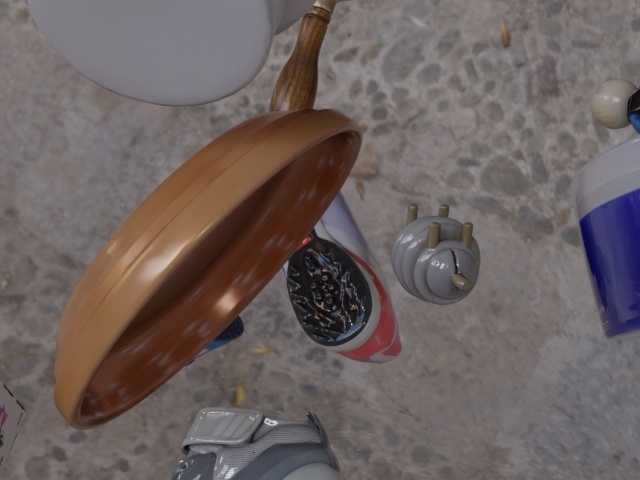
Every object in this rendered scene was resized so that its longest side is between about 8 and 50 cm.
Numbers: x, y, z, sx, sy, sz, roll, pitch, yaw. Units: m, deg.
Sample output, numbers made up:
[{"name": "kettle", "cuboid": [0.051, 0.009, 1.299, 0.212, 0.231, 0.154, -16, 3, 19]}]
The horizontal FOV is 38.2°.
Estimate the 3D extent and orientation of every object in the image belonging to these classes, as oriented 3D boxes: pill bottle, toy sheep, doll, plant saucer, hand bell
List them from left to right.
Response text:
[{"name": "plant saucer", "cuboid": [-0.058, 0.008, 0.456, 0.037, 0.200, 0.200, 43, 92, 9]}, {"name": "pill bottle", "cuboid": [-0.044, -0.159, 0.367, 0.117, 0.117, 0.215, -7, 52, 21]}, {"name": "hand bell", "cuboid": [-0.004, -0.195, 0.840, 0.126, 0.126, 0.242, 11, 82, 26]}, {"name": "toy sheep", "cuboid": [0.110, 0.017, 0.871, 0.091, 0.091, 0.132, -42, 21, 5]}, {"name": "doll", "cuboid": [0.266, -0.113, 0.625, 0.189, 0.046, 0.129, -18, 34, 53]}]

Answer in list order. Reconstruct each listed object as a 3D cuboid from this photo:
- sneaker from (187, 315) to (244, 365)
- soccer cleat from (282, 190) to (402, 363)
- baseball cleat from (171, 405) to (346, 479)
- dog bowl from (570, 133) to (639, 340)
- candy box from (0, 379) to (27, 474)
[{"name": "sneaker", "cuboid": [-0.161, 0.120, 1.110, 0.144, 0.059, 0.053, -15, 61, -28]}, {"name": "soccer cleat", "cuboid": [0.000, 0.000, 1.029, 0.108, 0.116, 0.318, -34, 52, 13]}, {"name": "baseball cleat", "cuboid": [-0.083, 0.167, 0.547, 0.205, 0.072, 0.109, -24, 51, 1]}, {"name": "dog bowl", "cuboid": [0.292, -0.013, 0.553, 0.264, 0.265, 0.104, -12, 78, 19]}, {"name": "candy box", "cuboid": [-0.487, 0.244, 1.224, 0.070, 0.196, 0.165, -2, 48, 14]}]
